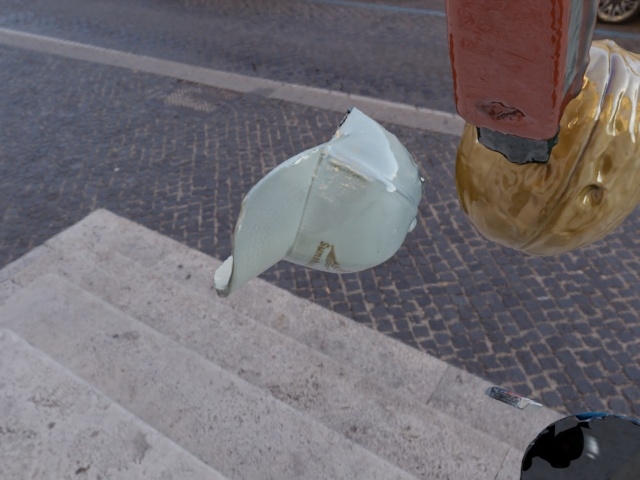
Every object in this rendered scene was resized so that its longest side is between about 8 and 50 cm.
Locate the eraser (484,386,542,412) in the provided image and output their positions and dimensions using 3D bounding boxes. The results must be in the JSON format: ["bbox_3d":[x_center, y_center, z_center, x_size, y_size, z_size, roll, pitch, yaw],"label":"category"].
[{"bbox_3d":[0.267,0.220,0.790,0.027,0.019,0.099,16,-5,-16],"label":"eraser"}]

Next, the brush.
[{"bbox_3d":[0.100,-0.128,0.289,0.070,0.323,0.051,28,76,27],"label":"brush"}]

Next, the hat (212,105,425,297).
[{"bbox_3d":[-0.002,-0.007,0.763,0.168,0.258,0.301,44,54,13],"label":"hat"}]

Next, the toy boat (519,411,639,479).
[{"bbox_3d":[0.294,0.214,0.389,0.299,0.134,0.092,13,-1,42],"label":"toy boat"}]

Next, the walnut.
[{"bbox_3d":[0.207,-0.079,0.504,0.165,0.197,0.165,23,20,-9],"label":"walnut"}]
